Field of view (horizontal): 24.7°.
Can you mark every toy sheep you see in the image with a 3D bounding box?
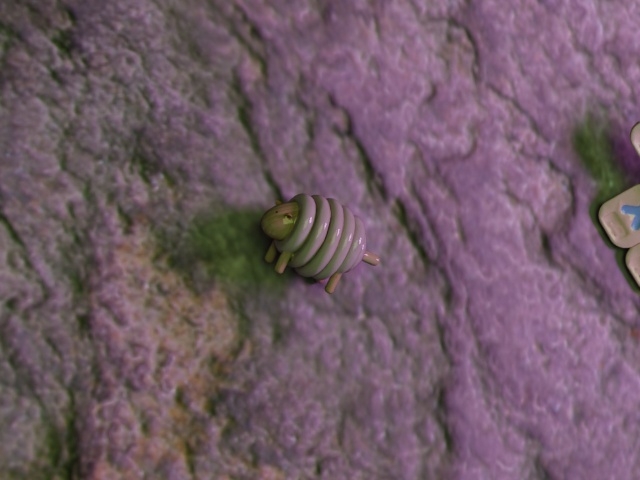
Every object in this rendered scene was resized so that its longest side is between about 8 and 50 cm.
[{"bbox_3d":[0.000,0.000,1.448,0.132,0.091,0.091,22,76,-27],"label":"toy sheep"}]

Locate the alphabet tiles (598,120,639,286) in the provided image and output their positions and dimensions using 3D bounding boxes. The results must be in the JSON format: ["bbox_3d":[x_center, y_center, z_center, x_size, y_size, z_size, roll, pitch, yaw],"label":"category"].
[{"bbox_3d":[0.449,-0.028,1.536,0.278,0.021,0.284,-30,92,17],"label":"alphabet tiles"}]
